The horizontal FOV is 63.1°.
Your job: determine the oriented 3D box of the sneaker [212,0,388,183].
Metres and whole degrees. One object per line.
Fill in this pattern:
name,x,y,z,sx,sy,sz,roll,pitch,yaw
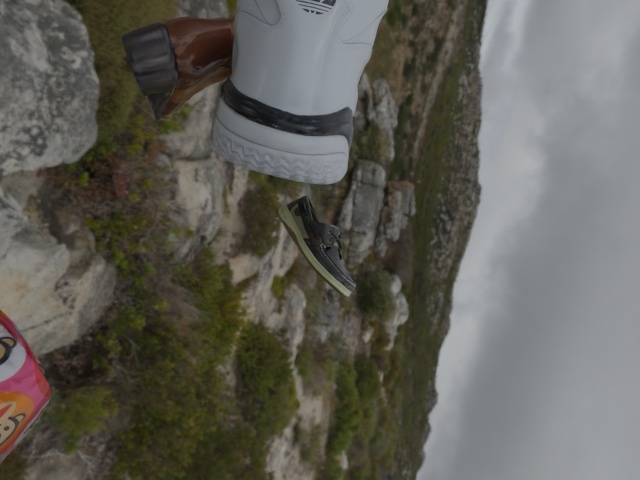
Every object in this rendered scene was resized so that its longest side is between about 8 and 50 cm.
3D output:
sneaker,-0.019,-0.190,0.511,0.366,0.137,0.210,-107,-149,-71

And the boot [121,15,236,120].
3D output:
boot,-0.104,-0.254,0.697,0.264,0.280,0.096,171,-100,-79

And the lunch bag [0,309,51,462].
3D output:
lunch bag,-0.410,0.109,0.504,0.258,0.293,0.120,-44,-173,48

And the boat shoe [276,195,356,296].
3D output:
boat shoe,0.000,0.000,0.609,0.049,0.152,0.056,-41,147,4
